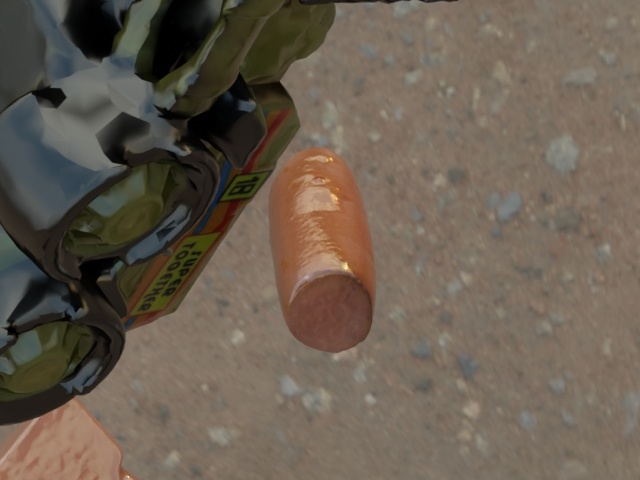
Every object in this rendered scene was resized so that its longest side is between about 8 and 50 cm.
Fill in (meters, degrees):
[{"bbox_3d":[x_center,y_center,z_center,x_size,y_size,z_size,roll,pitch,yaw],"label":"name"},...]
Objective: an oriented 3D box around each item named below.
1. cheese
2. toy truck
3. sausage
[{"bbox_3d":[-0.211,0.216,1.207,0.203,0.177,0.128,14,47,29],"label":"cheese"},{"bbox_3d":[-0.033,-0.077,0.356,0.127,0.257,0.127,-12,57,-40],"label":"toy truck"},{"bbox_3d":[0.000,0.000,1.590,0.113,0.113,0.259,-19,34,7],"label":"sausage"}]
